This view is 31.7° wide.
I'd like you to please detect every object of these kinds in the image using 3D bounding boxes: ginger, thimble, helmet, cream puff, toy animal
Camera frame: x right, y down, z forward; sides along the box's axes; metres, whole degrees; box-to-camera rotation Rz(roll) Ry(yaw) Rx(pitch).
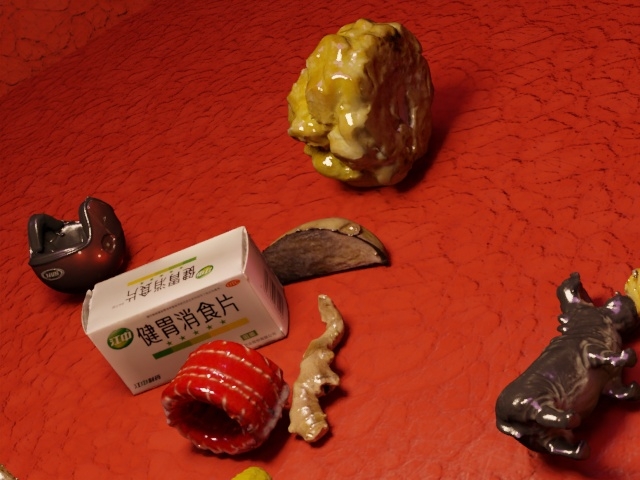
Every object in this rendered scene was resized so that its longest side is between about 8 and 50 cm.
[{"bbox_3d":[0.000,0.204,1.835,0.089,0.075,0.288,-24,35,34],"label":"ginger"},{"bbox_3d":[-0.156,0.251,1.803,0.189,0.163,0.125,-11,35,41],"label":"thimble"},{"bbox_3d":[-0.507,0.013,2.356,0.189,0.193,0.216,-13,23,29],"label":"helmet"},{"bbox_3d":[0.055,-0.261,2.169,0.257,0.324,0.291,-3,67,36],"label":"cream puff"},{"bbox_3d":[0.368,0.170,1.576,0.168,0.106,0.343,1,33,34],"label":"toy animal"}]

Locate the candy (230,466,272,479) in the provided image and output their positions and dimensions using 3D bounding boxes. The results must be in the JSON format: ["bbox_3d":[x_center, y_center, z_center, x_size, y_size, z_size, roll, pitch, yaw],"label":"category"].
[{"bbox_3d":[-0.124,0.412,1.635,0.106,0.094,0.199,22,45,9],"label":"candy"}]

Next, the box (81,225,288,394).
[{"bbox_3d":[-0.243,0.127,2.024,0.333,0.173,0.145,-21,34,12],"label":"box"}]

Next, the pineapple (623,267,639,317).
[{"bbox_3d":[0.499,0.084,1.518,0.079,0.135,0.233,7,32,-16],"label":"pineapple"}]

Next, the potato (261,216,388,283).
[{"bbox_3d":[-0.002,-0.001,2.073,0.261,0.120,0.100,-12,31,24],"label":"potato"}]

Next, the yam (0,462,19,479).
[{"bbox_3d":[-0.585,0.472,1.866,0.238,0.128,0.129,-43,35,-20],"label":"yam"}]
